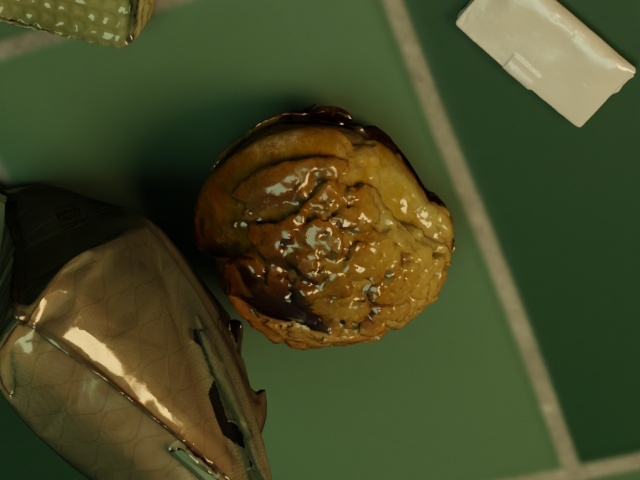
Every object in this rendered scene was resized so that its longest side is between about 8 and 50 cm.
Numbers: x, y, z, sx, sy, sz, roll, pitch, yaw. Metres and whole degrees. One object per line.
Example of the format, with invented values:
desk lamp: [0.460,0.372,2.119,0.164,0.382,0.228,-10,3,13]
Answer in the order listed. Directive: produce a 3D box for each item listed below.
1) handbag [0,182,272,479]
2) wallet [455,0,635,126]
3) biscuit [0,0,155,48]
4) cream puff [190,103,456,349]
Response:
handbag: [-0.095,0.056,0.864,0.182,0.270,0.117,42,90,-17]
wallet: [0.108,-0.094,0.845,0.083,0.011,0.044,40,121,-7]
biscuit: [-0.142,-0.224,0.827,0.150,0.052,0.252,12,121,6]
cream puff: [0.000,0.000,0.878,0.133,0.104,0.119,30,115,-2]
